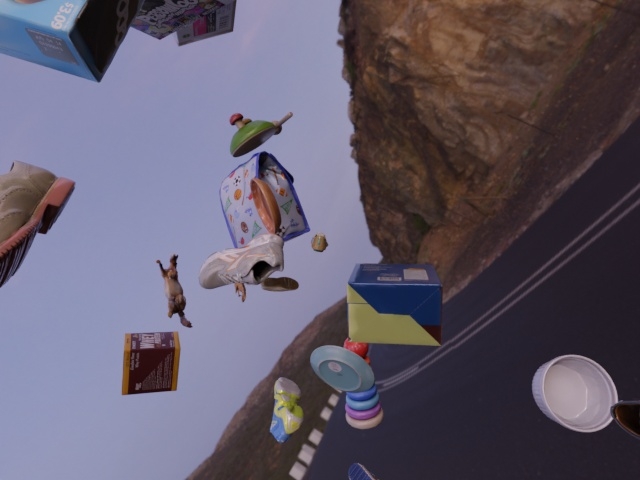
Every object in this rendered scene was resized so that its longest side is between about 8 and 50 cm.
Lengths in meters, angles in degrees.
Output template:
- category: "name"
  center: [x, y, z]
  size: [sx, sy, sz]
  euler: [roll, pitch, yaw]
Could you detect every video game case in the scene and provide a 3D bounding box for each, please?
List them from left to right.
- category: "video game case"
  center: [-0.303, -0.453, 0.736]
  size: [0.210, 0.232, 0.041]
  euler: [-1, -94, -59]

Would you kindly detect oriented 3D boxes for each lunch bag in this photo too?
- category: "lunch bag"
  center: [-0.262, -0.155, 1.794]
  size: [0.239, 0.385, 0.328]
  euler: [-22, -1, -45]

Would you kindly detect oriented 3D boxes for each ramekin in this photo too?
- category: "ramekin"
  center: [0.728, 0.443, 1.204]
  size: [0.207, 0.207, 0.109]
  euler: [-57, -12, -14]

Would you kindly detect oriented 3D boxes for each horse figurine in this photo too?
- category: "horse figurine"
  center: [-0.478, 0.163, 1.345]
  size: [0.066, 0.263, 0.174]
  euler: [-16, -6, -13]

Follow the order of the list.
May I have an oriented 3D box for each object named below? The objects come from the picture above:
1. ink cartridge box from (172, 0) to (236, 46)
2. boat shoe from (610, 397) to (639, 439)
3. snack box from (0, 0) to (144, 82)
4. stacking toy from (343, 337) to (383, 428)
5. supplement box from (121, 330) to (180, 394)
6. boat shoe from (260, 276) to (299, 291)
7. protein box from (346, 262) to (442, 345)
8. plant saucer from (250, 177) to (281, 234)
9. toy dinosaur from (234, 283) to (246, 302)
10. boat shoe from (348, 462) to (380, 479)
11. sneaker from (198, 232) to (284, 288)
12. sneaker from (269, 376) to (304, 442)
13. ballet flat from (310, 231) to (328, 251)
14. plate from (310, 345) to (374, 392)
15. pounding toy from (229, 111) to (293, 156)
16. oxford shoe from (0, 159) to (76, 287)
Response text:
- category: "ink cartridge box"
  center: [-0.356, -0.686, 1.221]
  size: [0.193, 0.088, 0.235]
  euler: [-23, 7, -13]
- category: "boat shoe"
  center: [0.527, 0.287, 0.613]
  size: [0.233, 0.079, 0.083]
  euler: [43, -130, -79]
- category: "snack box"
  center: [-0.223, -0.306, 0.361]
  size: [0.060, 0.187, 0.321]
  euler: [108, 179, -72]
- category: "stacking toy"
  center: [0.140, 0.502, 1.499]
  size: [0.141, 0.141, 0.330]
  euler: [-32, -65, -64]
- category: "supplement box"
  center: [-0.648, 0.464, 1.577]
  size: [0.129, 0.194, 0.191]
  euler: [-141, 58, -61]
- category: "boat shoe"
  center: [-0.146, 0.158, 1.465]
  size: [0.045, 0.136, 0.050]
  euler: [118, 156, -54]
- category: "protein box"
  center: [0.170, 0.139, 0.959]
  size: [0.201, 0.200, 0.135]
  euler: [-42, -49, -77]
- category: "plant saucer"
  center: [-0.180, -0.117, 1.378]
  size: [0.037, 0.200, 0.200]
  euler: [-22, -27, -18]
- category: "toy dinosaur"
  center: [-0.366, 0.179, 1.832]
  size: [0.064, 0.211, 0.112]
  euler: [-27, -23, -18]
- category: "boat shoe"
  center: [0.148, 0.647, 1.053]
  size: [0.066, 0.183, 0.066]
  euler: [38, -90, -34]
- category: "sneaker"
  center: [-0.215, 0.080, 1.114]
  size: [0.263, 0.121, 0.099]
  euler: [-27, -45, 10]
- category: "sneaker"
  center: [-0.121, 0.527, 1.279]
  size: [0.126, 0.091, 0.240]
  euler: [-60, 11, 4]
- category: "ballet flat"
  center: [0.000, 0.000, 1.750]
  size: [0.232, 0.080, 0.073]
  euler: [-115, 32, -83]
- category: "plate"
  center: [0.055, 0.365, 1.141]
  size: [0.024, 0.188, 0.188]
  euler: [-56, -12, -48]
- category: "pounding toy"
  center: [-0.235, -0.397, 1.432]
  size: [0.237, 0.110, 0.183]
  euler: [-35, 5, -21]
- category: "oxford shoe"
  center: [-0.632, -0.026, 0.800]
  size: [0.140, 0.147, 0.397]
  euler: [-48, 26, 23]
